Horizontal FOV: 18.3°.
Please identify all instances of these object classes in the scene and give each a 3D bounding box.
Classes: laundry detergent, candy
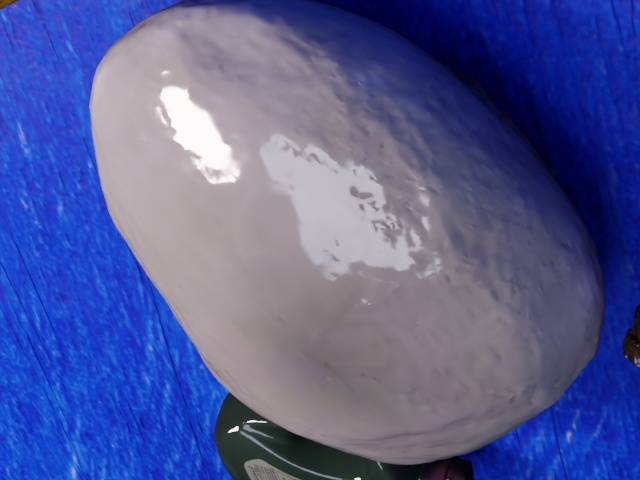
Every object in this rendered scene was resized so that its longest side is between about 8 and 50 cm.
[{"bbox_3d":[0.027,0.186,1.705,0.221,0.078,0.144,7,151,25],"label":"laundry detergent"},{"bbox_3d":[0.000,0.000,1.475,0.386,0.186,0.427,-15,121,43],"label":"candy"}]

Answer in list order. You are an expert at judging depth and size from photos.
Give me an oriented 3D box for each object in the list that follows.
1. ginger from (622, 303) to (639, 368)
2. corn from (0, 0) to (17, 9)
[{"bbox_3d":[0.296,0.076,1.458,0.162,0.073,0.103,9,134,23],"label":"ginger"},{"bbox_3d":[-0.205,-0.222,1.447,0.068,0.068,0.207,46,136,-18],"label":"corn"}]
